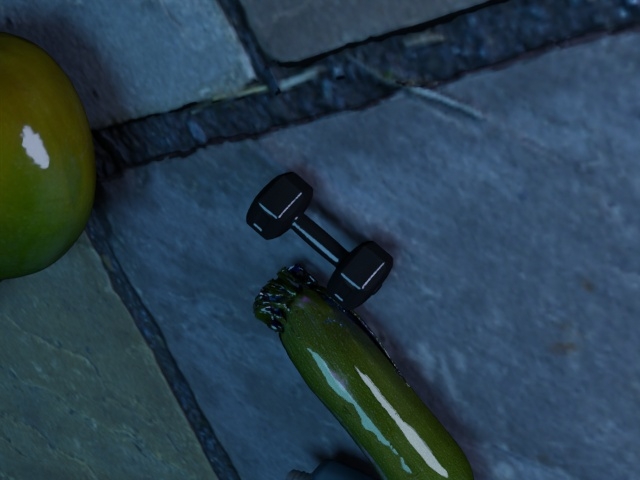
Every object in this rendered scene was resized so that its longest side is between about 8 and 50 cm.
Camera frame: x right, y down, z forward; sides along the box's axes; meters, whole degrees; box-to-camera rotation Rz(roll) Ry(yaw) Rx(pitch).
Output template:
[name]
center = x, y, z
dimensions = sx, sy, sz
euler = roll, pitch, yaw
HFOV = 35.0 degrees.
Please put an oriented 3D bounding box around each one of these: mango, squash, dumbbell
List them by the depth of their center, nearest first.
[dumbbell]
center = 0.000, 0.000, 0.554
dimensions = 0.083, 0.040, 0.036
euler = 41, 107, 7
[squash]
center = 0.029, 0.092, 0.591
dimensions = 0.183, 0.052, 0.052
euler = 53, 138, -3
[mango]
center = -0.228, -0.043, 0.660
dimensions = 0.156, 0.114, 0.251
euler = 47, 147, -10

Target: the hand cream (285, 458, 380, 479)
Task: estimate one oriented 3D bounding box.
[hand cream]
center = 0.078, 0.196, 0.640
dimensions = 0.224, 0.048, 0.083
euler = 21, 132, 18
